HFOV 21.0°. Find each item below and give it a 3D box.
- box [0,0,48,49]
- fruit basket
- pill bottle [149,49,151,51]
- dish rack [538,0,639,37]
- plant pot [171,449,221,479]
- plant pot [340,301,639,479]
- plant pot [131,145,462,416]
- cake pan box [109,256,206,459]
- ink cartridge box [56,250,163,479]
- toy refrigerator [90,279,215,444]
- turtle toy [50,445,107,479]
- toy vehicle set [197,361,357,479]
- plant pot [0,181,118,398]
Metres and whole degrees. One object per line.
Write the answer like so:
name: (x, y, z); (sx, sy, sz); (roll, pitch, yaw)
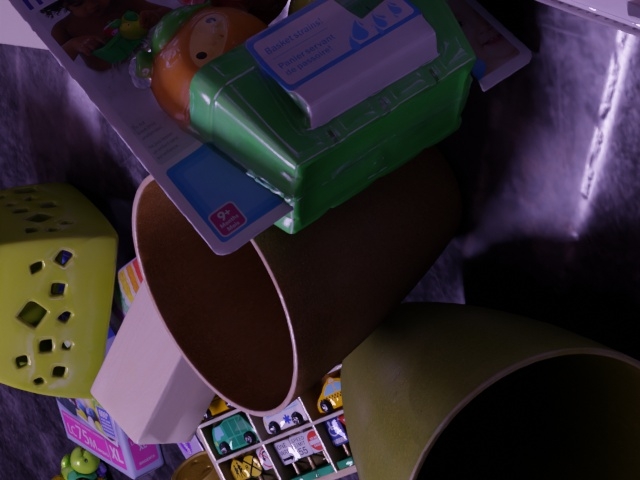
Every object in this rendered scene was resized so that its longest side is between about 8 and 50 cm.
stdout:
box: (-0.342, -0.294, 2.020); (0.275, 0.094, 0.113); (16, 127, 51)
fruit basket: (-0.053, -0.197, 1.430); (0.353, 0.327, 0.165); (52, 159, 16)
pill bottle: (-0.190, -0.308, 1.750); (0.121, 0.121, 0.221); (5, 118, 55)
dish rack: (0.184, -0.284, 1.254); (0.333, 0.072, 0.286); (30, 138, 44)
plant pot: (-0.125, 0.305, 2.057); (0.134, 0.134, 0.095); (5, 135, 55)
plant pot: (0.136, 0.170, 1.537); (0.293, 0.274, 0.275); (-140, 33, -61)
plant pot: (0.000, 0.000, 1.574); (0.237, 0.254, 0.237); (36, 140, 38)
cake pan box: (-0.155, 0.134, 2.102); (0.267, 0.070, 0.245); (61, 152, 0)
ink cartridge box: (-0.321, 0.163, 2.387); (0.185, 0.065, 0.311); (21, 129, 48)
toy refrigerator: (-0.143, 0.088, 1.911); (0.102, 0.094, 0.270); (41, 114, 36)
turtle toy: (-0.353, 0.355, 2.568); (0.066, 0.095, 0.130); (14, 129, 26)
toy vehicle set: (-0.034, 0.194, 1.917); (0.267, 0.035, 0.166); (-27, 91, 42)
plant pot: (-0.393, 0.060, 2.167); (0.227, 0.207, 0.228); (37, 123, 58)
